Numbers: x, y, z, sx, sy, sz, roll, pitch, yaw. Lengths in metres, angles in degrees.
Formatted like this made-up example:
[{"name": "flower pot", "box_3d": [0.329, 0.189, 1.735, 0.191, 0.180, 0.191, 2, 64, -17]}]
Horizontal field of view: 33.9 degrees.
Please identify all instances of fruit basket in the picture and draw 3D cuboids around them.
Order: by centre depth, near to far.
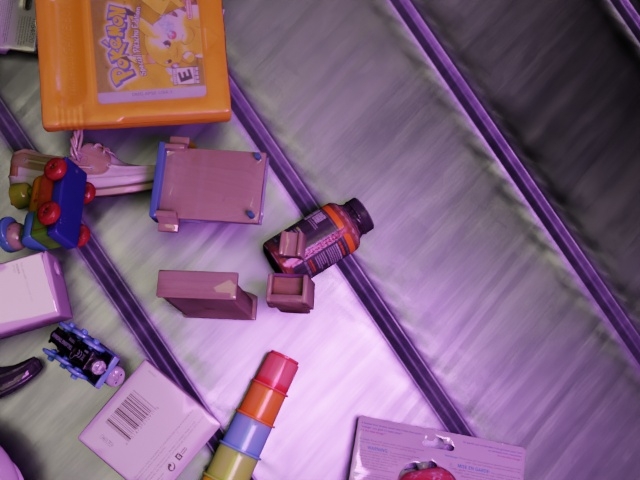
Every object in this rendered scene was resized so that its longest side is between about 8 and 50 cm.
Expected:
[{"name": "fruit basket", "box_3d": [0.196, 0.521, 1.902, 0.327, 0.165, 0.352, 11, 67, -6]}]

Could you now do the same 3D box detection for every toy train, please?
[{"name": "toy train", "box_3d": [-0.476, -0.095, 1.821, 0.143, 0.105, 0.248, -12, 59, 20]}, {"name": "toy train", "box_3d": [-0.407, 0.203, 1.830, 0.105, 0.184, 0.080, 38, 79, -39]}]

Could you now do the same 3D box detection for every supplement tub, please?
[{"name": "supplement tub", "box_3d": [0.000, 0.000, 1.940, 0.198, 0.106, 0.106, -31, 88, -9]}]

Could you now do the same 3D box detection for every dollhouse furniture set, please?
[{"name": "dollhouse furniture set", "box_3d": [-0.140, -0.024, 1.868, 0.287, 0.198, 0.303, 2, 77, 7]}]

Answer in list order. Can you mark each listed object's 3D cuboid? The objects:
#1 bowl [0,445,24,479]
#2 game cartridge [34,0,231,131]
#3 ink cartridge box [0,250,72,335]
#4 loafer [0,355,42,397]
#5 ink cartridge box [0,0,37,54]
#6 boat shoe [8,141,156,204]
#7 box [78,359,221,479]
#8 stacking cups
[{"name": "bowl", "box_3d": [-0.593, 0.444, 1.776, 0.298, 0.134, 0.297, 0, 90, 36]}, {"name": "game cartridge", "box_3d": [-0.327, -0.338, 1.828, 0.324, 0.053, 0.285, -5, 82, -10]}, {"name": "ink cartridge box", "box_3d": [-0.585, 0.117, 1.805, 0.283, 0.207, 0.117, -16, 87, -8]}, {"name": "loafer", "box_3d": [-0.603, 0.253, 1.854, 0.223, 0.076, 0.078, -24, 94, -5]}, {"name": "ink cartridge box", "box_3d": [-0.620, -0.463, 1.950, 0.224, 0.045, 0.223, 9, 84, -7]}, {"name": "boat shoe", "box_3d": [-0.413, -0.127, 1.903, 0.303, 0.113, 0.103, -6, 90, -6]}, {"name": "box", "box_3d": [-0.300, 0.335, 1.859, 0.182, 0.119, 0.181, 40, 81, -1]}, {"name": "stacking cups", "box_3d": [-0.132, 0.350, 1.888, 0.096, 0.096, 0.316, 26, 82, -3]}]
